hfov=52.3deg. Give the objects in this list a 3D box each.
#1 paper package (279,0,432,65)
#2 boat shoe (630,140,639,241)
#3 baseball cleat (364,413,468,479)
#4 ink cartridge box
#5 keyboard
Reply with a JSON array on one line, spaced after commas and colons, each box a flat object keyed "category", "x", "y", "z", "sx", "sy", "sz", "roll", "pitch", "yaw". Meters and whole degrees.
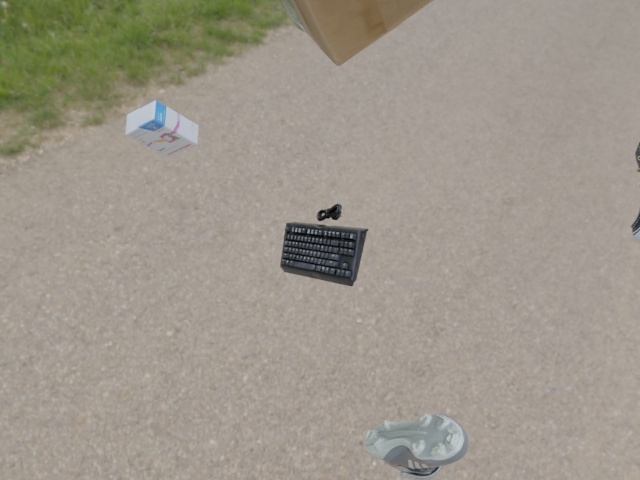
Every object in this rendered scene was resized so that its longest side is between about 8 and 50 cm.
[{"category": "paper package", "x": 0.047, "y": -0.481, "z": 0.939, "sx": 0.310, "sy": 0.324, "sz": 0.168, "roll": -34, "pitch": 47, "yaw": 2}, {"category": "boat shoe", "x": 0.456, "y": -0.088, "z": 0.886, "sx": 0.083, "sy": 0.183, "sz": 0.065, "roll": 34, "pitch": 37, "yaw": 19}, {"category": "baseball cleat", "x": 0.150, "y": 0.290, "z": 0.903, "sx": 0.109, "sy": 0.206, "sz": 0.072, "roll": 40, "pitch": 63, "yaw": -17}, {"category": "ink cartridge box", "x": -0.328, "y": -0.229, "z": 1.357, "sx": 0.122, "sy": 0.089, "sz": 0.052, "roll": 26, "pitch": 54, "yaw": -50}, {"category": "keyboard", "x": 0.000, "y": 0.000, "z": 0.914, "sx": 0.023, "sy": 0.108, "sz": 0.180, "roll": 16, "pitch": -5, "yaw": -35}]
